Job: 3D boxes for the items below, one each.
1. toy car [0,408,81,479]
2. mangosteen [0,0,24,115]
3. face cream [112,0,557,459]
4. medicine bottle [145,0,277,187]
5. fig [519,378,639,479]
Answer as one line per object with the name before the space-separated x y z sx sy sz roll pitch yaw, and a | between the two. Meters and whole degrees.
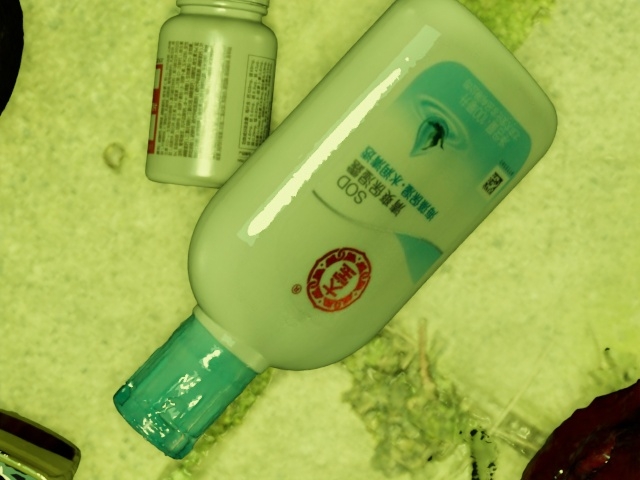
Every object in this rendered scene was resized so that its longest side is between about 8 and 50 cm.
toy car | -0.243 0.237 1.179 0.101 0.124 0.256 24 101 3
mangosteen | -0.298 -0.124 1.143 0.216 0.216 0.216 0 91 1
face cream | 0.000 0.000 1.167 0.336 0.080 0.163 -47 129 1
medicine bottle | -0.070 -0.104 1.189 0.079 0.079 0.140 6 92 1
fig | 0.245 0.201 1.121 0.263 0.224 0.224 39 91 19
